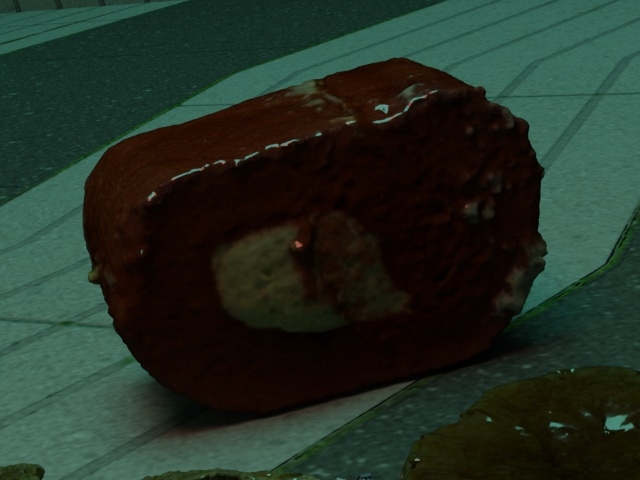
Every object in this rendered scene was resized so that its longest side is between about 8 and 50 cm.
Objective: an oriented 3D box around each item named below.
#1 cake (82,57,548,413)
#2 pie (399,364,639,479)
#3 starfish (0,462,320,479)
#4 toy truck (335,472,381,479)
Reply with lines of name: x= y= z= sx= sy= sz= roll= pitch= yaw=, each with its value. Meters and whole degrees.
cake: x=0.000 y=0.000 z=0.920 sx=0.283 sy=0.177 sz=0.151 roll=-19 pitch=19 yaw=-12
pie: x=0.124 y=0.113 z=0.701 sx=0.195 sy=0.046 sz=0.195 roll=-10 pitch=17 yaw=3
starfish: x=-0.105 y=0.150 z=0.714 sx=0.236 sy=0.062 sz=0.277 roll=-7 pitch=12 yaw=-12
toy truck: x=0.019 y=0.136 z=0.716 sx=0.032 sy=0.024 sz=0.083 roll=11 pitch=17 yaw=-9
